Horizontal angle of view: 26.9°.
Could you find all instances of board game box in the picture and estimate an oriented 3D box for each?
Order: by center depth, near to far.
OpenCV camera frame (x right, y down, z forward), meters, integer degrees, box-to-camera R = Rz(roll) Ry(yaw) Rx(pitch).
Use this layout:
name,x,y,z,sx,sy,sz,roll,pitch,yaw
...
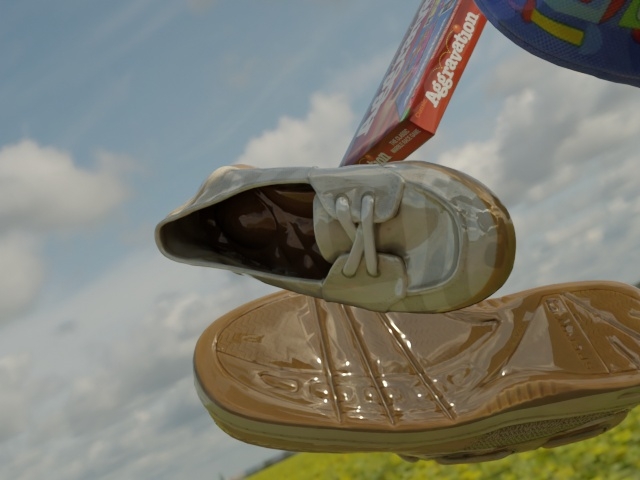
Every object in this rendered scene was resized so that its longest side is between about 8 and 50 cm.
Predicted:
name,x,y,z,sx,sy,sz,roll,pitch,yaw
board game box,0.098,-0.171,1.014,0.281,0.027,0.145,-64,10,-24

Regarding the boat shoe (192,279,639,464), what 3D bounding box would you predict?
name,x,y,z,sx,sy,sz,roll,pitch,yaw
boat shoe,0.077,0.102,0.879,0.341,0.122,0.110,0,-42,-21

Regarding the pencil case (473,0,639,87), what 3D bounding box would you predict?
name,x,y,z,sx,sy,sz,roll,pitch,yaw
pencil case,0.130,-0.189,0.398,0.119,0.133,0.306,7,-38,-8

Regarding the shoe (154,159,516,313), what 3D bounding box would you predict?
name,x,y,z,sx,sy,sz,roll,pitch,yaw
shoe,0.000,0.000,0.664,0.058,0.077,0.219,-16,15,-41
